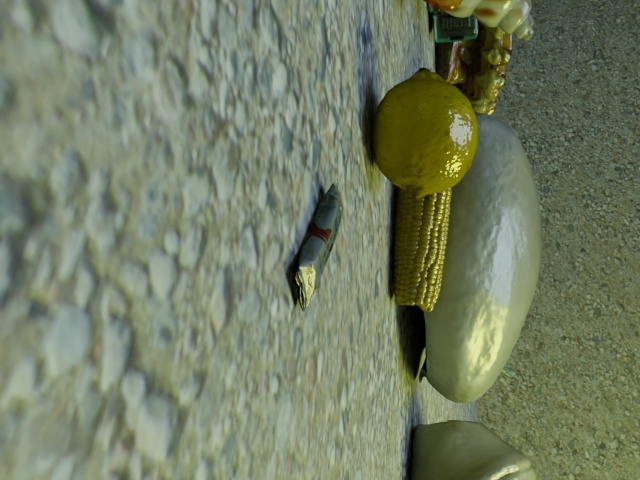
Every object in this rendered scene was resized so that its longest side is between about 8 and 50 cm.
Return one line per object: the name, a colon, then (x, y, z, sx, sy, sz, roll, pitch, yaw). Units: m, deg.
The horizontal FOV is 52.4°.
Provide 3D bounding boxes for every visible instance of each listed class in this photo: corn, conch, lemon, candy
corn: (0.123, -0.017, 0.795, 0.067, 0.067, 0.206, 34, 61, -70)
conch: (0.227, -0.416, 0.938, 0.275, 0.183, 0.149, 56, -1, -32)
lemon: (0.106, -0.108, 0.664, 0.109, 0.109, 0.133, -19, 113, -72)
candy: (0.230, 0.032, 0.974, 0.386, 0.186, 0.427, 75, 26, -53)

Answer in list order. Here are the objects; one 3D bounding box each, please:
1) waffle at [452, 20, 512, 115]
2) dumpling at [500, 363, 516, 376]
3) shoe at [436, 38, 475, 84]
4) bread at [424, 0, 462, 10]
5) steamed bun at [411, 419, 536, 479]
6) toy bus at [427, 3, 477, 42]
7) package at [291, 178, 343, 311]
waffle: (0.313, -0.356, 1.295, 0.325, 0.068, 0.302, 108, -11, -68)
dumpling: (0.314, 0.247, 1.331, 0.219, 0.108, 0.152, 26, 27, -46)
shoe: (0.249, -0.343, 1.209, 0.069, 0.072, 0.109, 7, 76, -35)
bread: (0.130, -0.417, 0.793, 0.139, 0.095, 0.268, -56, 129, -65)
steamed bun: (0.241, 0.416, 0.958, 0.276, 0.203, 0.289, 41, 50, -68)
toy bus: (0.217, -0.467, 1.071, 0.109, 0.091, 0.261, -75, 160, -59)
package: (0.000, 0.000, 0.472, 0.110, 0.015, 0.037, -69, 159, -46)
